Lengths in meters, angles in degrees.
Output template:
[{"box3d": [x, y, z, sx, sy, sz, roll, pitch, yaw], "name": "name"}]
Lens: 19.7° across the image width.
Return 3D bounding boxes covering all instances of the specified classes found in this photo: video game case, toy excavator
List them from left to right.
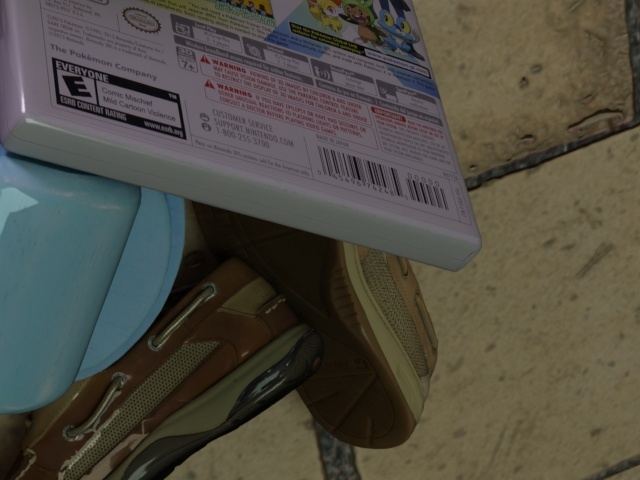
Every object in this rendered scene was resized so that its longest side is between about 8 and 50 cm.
[{"box3d": [-0.244, 0.003, 1.054, 0.433, 0.445, 0.222, 15, 102, -31], "name": "toy excavator"}, {"box3d": [-0.063, -0.136, 1.197, 0.329, 0.300, 0.036, 15, 135, -30], "name": "video game case"}]

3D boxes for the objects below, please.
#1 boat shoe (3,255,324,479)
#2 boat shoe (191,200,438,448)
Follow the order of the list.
[{"box3d": [-0.153, 0.131, 1.357, 0.324, 0.122, 0.120, -35, 85, 3], "name": "boat shoe"}, {"box3d": [0.000, 0.000, 1.387, 0.110, 0.122, 0.341, -56, 136, -43], "name": "boat shoe"}]
